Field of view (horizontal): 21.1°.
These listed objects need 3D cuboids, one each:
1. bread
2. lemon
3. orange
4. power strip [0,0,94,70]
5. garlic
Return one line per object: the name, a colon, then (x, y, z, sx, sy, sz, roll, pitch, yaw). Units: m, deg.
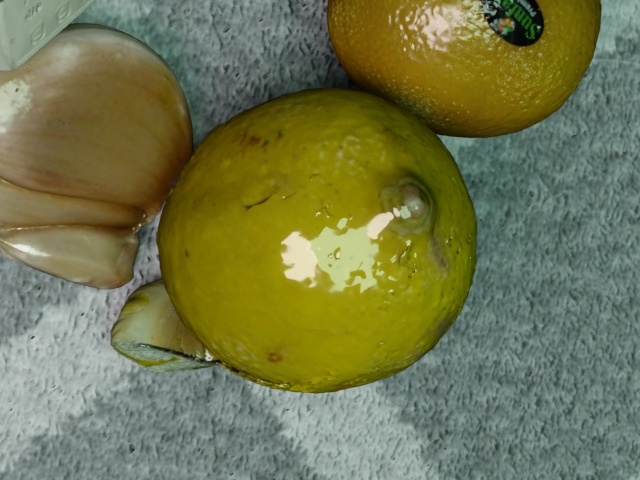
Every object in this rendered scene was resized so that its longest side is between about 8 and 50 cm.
bread: (-0.122, 0.074, 1.548, 0.157, 0.083, 0.094, -9, 91, -38)
lemon: (0.000, 0.000, 1.433, 0.258, 0.310, 0.258, 4, 82, -32)
orange: (0.123, -0.197, 1.486, 0.236, 0.236, 0.236, -4, 105, -16)
power strip: (-0.212, -0.210, 1.394, 0.253, 0.027, 0.060, -51, 146, -42)
garlic: (-0.222, -0.084, 1.457, 0.228, 0.110, 0.217, 25, 99, -42)
